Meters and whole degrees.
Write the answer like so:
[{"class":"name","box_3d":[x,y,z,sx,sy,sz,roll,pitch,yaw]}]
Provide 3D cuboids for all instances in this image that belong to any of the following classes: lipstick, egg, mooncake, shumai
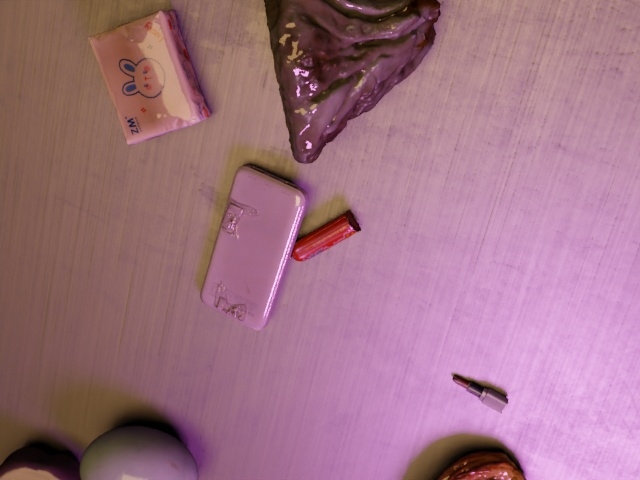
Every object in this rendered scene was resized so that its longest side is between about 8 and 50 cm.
[{"class":"lipstick","box_3d":[0.286,0.273,1.595,0.107,0.025,0.025,28,111,10]},{"class":"egg","box_3d":[-0.349,0.445,1.707,0.231,0.168,0.168,7,108,6]},{"class":"mooncake","box_3d":[-0.579,0.544,1.788,0.245,0.133,0.245,0,100,0]},{"class":"shumai","box_3d":[0.059,-0.286,1.349,0.263,0.309,0.304,-11,73,1]}]

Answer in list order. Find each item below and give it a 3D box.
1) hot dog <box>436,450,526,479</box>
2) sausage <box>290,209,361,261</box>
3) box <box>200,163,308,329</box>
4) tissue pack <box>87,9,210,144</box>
[{"class":"hot dog","box_3d":[0.272,0.514,1.622,0.196,0.122,0.272,37,112,6]},{"class":"sausage","box_3d":[0.000,0.000,1.559,0.145,0.050,0.048,-29,128,19]},{"class":"box","box_3d":[-0.123,0.015,1.581,0.142,0.044,0.285,26,113,17]},{"class":"tissue pack","box_3d":[-0.291,-0.277,1.512,0.148,0.092,0.196,-16,104,16]}]
